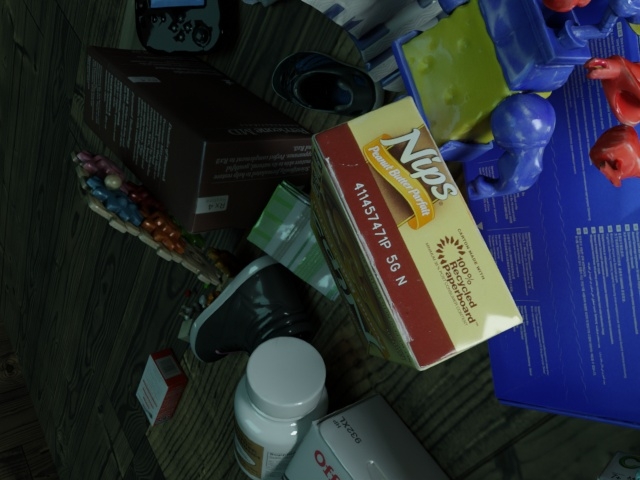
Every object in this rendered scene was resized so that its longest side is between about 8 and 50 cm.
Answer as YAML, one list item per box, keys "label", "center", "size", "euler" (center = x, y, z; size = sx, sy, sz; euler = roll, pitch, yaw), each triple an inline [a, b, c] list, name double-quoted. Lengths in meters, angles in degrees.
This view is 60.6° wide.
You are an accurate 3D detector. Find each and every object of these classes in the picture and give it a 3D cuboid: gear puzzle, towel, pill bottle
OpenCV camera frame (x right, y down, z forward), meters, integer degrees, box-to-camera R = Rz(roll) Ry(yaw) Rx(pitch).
- label: "gear puzzle"
  center: [-0.212, -0.016, 0.826]
  size: [0.044, 0.339, 0.175]
  euler: [-45, 45, 4]
- label: "towel"
  center: [-0.016, 0.004, 0.729]
  size: [0.152, 0.023, 0.113]
  euler: [35, 120, -1]
- label: "pill bottle"
  center: [-0.057, 0.242, 0.776]
  size: [0.131, 0.131, 0.229]
  euler: [47, 146, 31]

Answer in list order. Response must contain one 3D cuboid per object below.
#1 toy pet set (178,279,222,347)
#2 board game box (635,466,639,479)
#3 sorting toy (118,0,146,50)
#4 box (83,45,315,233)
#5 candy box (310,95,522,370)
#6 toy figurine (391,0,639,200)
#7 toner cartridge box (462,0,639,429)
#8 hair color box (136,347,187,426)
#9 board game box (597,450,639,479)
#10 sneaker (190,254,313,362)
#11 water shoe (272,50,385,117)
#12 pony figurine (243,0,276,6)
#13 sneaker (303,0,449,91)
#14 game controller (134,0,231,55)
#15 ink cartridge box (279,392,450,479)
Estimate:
- label: "toy pet set"
  center: [-0.216, 0.145, 1.044]
  size: [0.122, 0.065, 0.114]
  euler: [-21, 48, 46]
- label: "board game box"
  center: [0.355, 0.262, 0.264]
  size: [0.336, 0.079, 0.253]
  euler: [3, 107, 48]
- label: "sorting toy"
  center: [-0.335, -0.349, 1.037]
  size: [0.347, 0.047, 0.196]
  euler: [-59, 44, 39]
- label: "box"
  center: [-0.198, -0.169, 0.833]
  size: [0.381, 0.191, 0.143]
  euler: [40, 127, 35]
- label: "candy box"
  center: [0.062, 0.017, 0.530]
  size: [0.316, 0.088, 0.183]
  euler: [100, 147, -80]
- label: "toy figurine"
  center: [0.099, -0.158, 0.401]
  size: [0.217, 0.191, 0.362]
  euler: [-30, 74, 53]
- label: "toner cartridge box"
  center: [0.221, -0.023, 0.482]
  size: [0.165, 0.075, 0.347]
  euler: [-5, 95, 48]
- label: "hair color box"
  center: [-0.361, 0.333, 1.239]
  size: [0.093, 0.053, 0.167]
  euler: [51, 131, 26]
- label: "board game box"
  center: [0.364, 0.275, 0.365]
  size: [0.305, 0.053, 0.193]
  euler: [-3, 103, 49]
- label: "sneaker"
  center: [-0.118, 0.163, 0.883]
  size: [0.296, 0.105, 0.147]
  euler: [-49, 58, 38]
- label: "water shoe"
  center: [-0.011, -0.203, 0.697]
  size: [0.203, 0.080, 0.073]
  euler: [23, 115, 43]
- label: "pony figurine"
  center: [-0.115, -0.396, 0.594]
  size: [0.351, 0.363, 0.302]
  euler: [19, 136, 50]
- label: "sneaker"
  center: [0.021, -0.289, 0.509]
  size: [0.127, 0.315, 0.182]
  euler: [-29, 62, 16]
- label: "game controller"
  center: [-0.216, -0.451, 0.845]
  size: [0.166, 0.067, 0.319]
  euler: [4, 102, 11]
- label: "ink cartridge box"
  center: [0.046, 0.397, 0.736]
  size: [0.223, 0.129, 0.307]
  euler: [47, 130, 31]
